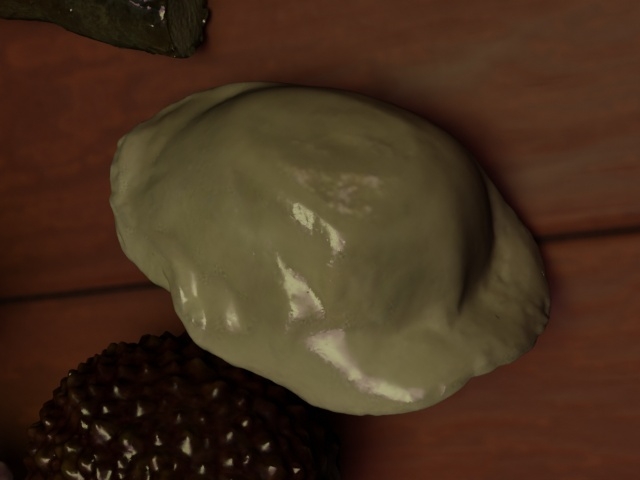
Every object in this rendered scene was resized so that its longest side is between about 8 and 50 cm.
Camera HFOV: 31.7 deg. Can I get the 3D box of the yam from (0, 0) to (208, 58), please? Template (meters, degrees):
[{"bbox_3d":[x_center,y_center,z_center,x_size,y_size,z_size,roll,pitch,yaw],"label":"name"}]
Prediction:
[{"bbox_3d":[-0.189,-0.157,0.672,0.253,0.061,0.061,13,103,15],"label":"yam"}]

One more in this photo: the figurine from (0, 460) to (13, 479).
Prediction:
[{"bbox_3d":[-0.217,0.234,0.692,0.205,0.103,0.260,3,130,-8],"label":"figurine"}]

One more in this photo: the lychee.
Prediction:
[{"bbox_3d":[-0.076,0.134,0.614,0.188,0.188,0.188,3,100,18],"label":"lychee"}]

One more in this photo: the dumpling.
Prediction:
[{"bbox_3d":[0.000,0.000,0.587,0.250,0.162,0.132,22,143,7],"label":"dumpling"}]
